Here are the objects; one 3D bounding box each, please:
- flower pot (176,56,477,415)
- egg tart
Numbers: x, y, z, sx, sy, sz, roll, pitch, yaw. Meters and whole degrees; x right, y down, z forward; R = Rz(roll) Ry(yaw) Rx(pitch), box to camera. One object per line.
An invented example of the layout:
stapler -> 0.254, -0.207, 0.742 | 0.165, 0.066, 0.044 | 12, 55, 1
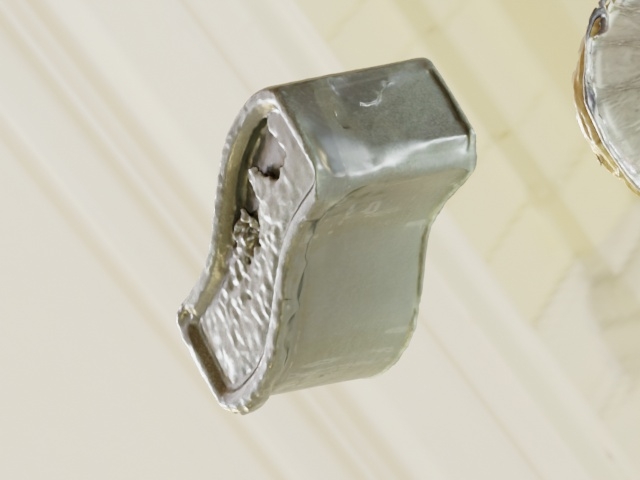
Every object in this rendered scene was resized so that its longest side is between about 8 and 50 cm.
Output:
flower pot -> 0.000, 0.000, 1.105 | 0.108, 0.103, 0.229 | -13, 139, -31
egg tart -> 0.329, -0.130, 1.619 | 0.234, 0.234, 0.094 | -47, -174, -31
